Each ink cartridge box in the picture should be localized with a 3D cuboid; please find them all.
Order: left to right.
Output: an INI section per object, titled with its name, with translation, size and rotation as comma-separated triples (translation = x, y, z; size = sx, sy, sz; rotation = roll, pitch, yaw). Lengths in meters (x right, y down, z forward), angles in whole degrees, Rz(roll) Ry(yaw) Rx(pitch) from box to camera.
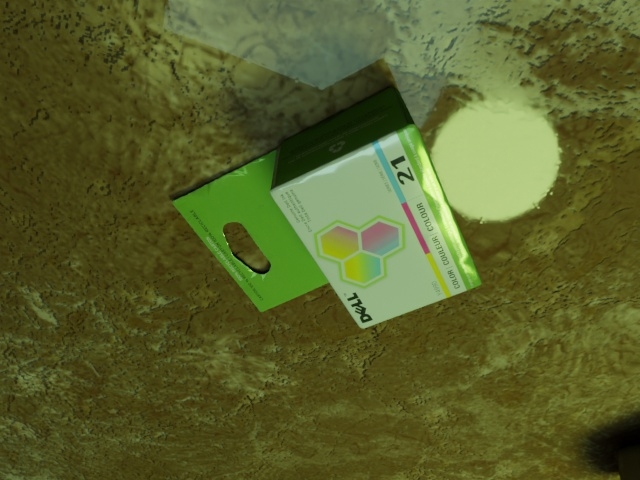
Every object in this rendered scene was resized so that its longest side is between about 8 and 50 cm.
[ink cartridge box]
translation = 0.000, 0.000, 0.471
size = 0.255, 0.097, 0.189
rotation = -24, 122, 14

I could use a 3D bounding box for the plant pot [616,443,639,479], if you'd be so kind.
[plant pot]
translation = 0.580, 0.390, 0.689
size = 0.229, 0.263, 0.263
rotation = -13, 127, 30
